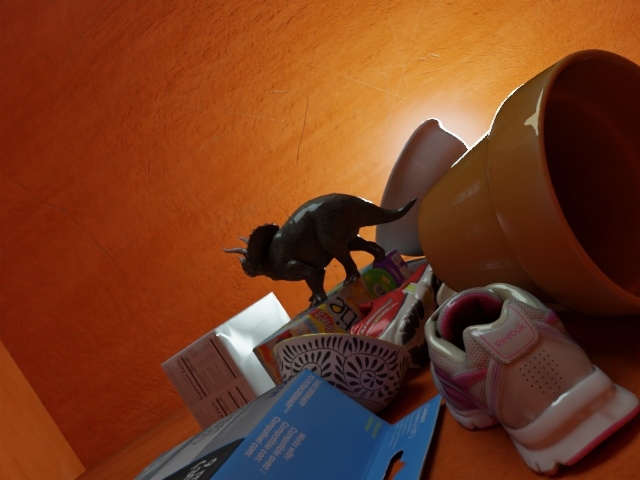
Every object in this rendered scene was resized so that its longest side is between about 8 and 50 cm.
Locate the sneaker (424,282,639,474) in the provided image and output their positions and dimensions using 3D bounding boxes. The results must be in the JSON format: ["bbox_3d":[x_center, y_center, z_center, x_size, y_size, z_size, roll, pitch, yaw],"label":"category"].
[{"bbox_3d":[0.137,0.085,0.471,0.103,0.111,0.252,-35,-2,-8],"label":"sneaker"}]

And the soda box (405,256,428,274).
[{"bbox_3d":[0.183,0.089,1.223,0.098,0.091,0.286,-18,-3,-2],"label":"soda box"}]

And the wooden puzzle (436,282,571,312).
[{"bbox_3d":[0.261,-0.005,0.659,0.239,0.044,0.221,-9,43,59],"label":"wooden puzzle"}]

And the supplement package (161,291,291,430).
[{"bbox_3d":[-0.142,0.252,1.174,0.145,0.204,0.262,-34,-2,22],"label":"supplement package"}]

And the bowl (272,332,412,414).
[{"bbox_3d":[0.023,0.175,0.707,0.170,0.170,0.080,-37,41,50],"label":"bowl"}]

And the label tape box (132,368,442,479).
[{"bbox_3d":[-0.070,0.231,0.554,0.348,0.115,0.249,-37,-3,20],"label":"label tape box"}]

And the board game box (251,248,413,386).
[{"bbox_3d":[0.050,0.149,0.980,0.142,0.144,0.275,-35,-2,43],"label":"board game box"}]

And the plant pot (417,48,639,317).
[{"bbox_3d":[0.192,-0.027,0.520,0.205,0.205,0.188,-33,3,-31],"label":"plant pot"}]

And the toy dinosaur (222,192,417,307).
[{"bbox_3d":[0.000,0.000,0.924,0.314,0.160,0.121,-32,1,14],"label":"toy dinosaur"}]

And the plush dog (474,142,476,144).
[{"bbox_3d":[0.406,-0.096,1.085,0.226,0.210,0.262,-4,18,34],"label":"plush dog"}]

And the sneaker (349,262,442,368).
[{"bbox_3d":[0.119,0.099,0.888,0.119,0.107,0.279,-7,10,27],"label":"sneaker"}]

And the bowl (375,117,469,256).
[{"bbox_3d":[0.237,-0.084,1.200,0.298,0.134,0.297,-49,-28,-37],"label":"bowl"}]
